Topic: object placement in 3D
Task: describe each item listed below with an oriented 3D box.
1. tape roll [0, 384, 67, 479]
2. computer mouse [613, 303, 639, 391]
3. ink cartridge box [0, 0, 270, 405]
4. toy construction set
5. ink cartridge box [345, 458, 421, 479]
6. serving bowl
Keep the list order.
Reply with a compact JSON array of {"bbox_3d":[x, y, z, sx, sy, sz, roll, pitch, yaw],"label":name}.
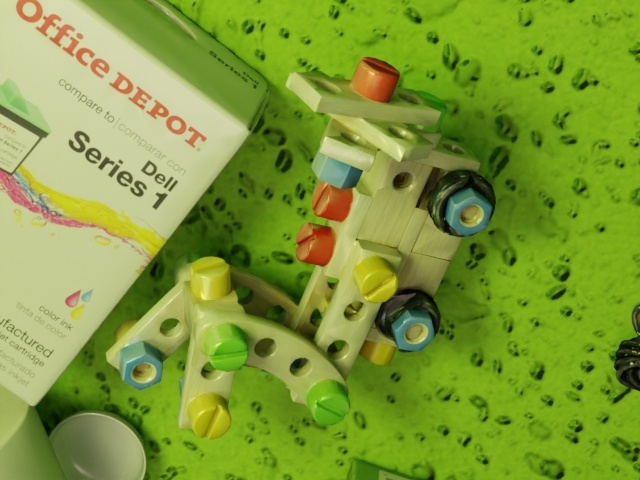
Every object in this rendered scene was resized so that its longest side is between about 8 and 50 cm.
[{"bbox_3d":[-0.304,0.236,1.213,0.246,0.246,0.169,-16,108,11],"label":"tape roll"},{"bbox_3d":[0.310,-0.001,1.155,0.188,0.072,0.272,-1,111,7],"label":"computer mouse"},{"bbox_3d":[-0.199,-0.054,1.159,0.201,0.117,0.278,37,109,-9],"label":"ink cartridge box"},{"bbox_3d":[0.000,0.000,1.128,0.215,0.151,0.328,13,129,-23],"label":"toy construction set"},{"bbox_3d":[0.025,0.332,1.249,0.097,0.189,0.255,18,113,-3],"label":"ink cartridge box"},{"bbox_3d":[-0.180,0.171,1.292,0.083,0.027,0.083,2,112,4],"label":"serving bowl"}]
